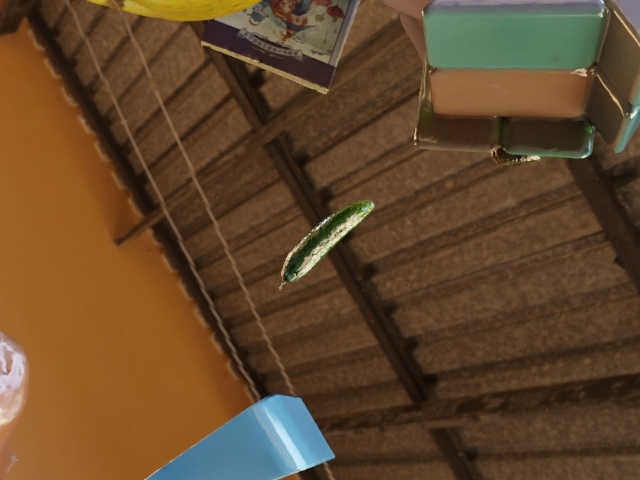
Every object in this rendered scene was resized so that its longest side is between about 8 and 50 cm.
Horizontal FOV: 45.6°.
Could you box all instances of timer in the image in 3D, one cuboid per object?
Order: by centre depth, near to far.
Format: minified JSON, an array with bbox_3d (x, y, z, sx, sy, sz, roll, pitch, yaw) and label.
[{"bbox_3d":[-0.119,0.287,0.914,0.091,0.250,0.232,59,1,15],"label":"timer"}]

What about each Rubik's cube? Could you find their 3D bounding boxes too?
[{"bbox_3d":[0.233,-0.259,0.765,0.368,0.387,0.358,64,3,24],"label":"Rubik's cube"}]

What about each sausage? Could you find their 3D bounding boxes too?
[{"bbox_3d":[-0.250,0.158,0.526,0.087,0.079,0.326,57,-39,23],"label":"sausage"}]

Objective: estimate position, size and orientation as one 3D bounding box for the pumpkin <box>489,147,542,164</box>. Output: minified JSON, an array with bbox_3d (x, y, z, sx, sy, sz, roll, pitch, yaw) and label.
[{"bbox_3d":[0.291,-0.136,1.118,0.083,0.028,0.050,-11,-93,11],"label":"pumpkin"}]

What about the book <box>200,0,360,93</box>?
[{"bbox_3d":[-0.027,-0.304,0.886,0.157,0.231,0.026,20,-9,-6],"label":"book"}]

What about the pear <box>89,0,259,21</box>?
[{"bbox_3d":[-0.118,-0.404,0.676,0.362,0.362,0.418,14,-95,41],"label":"pear"}]

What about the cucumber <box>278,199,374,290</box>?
[{"bbox_3d":[0.000,0.000,0.985,0.039,0.168,0.039,47,2,-2],"label":"cucumber"}]
